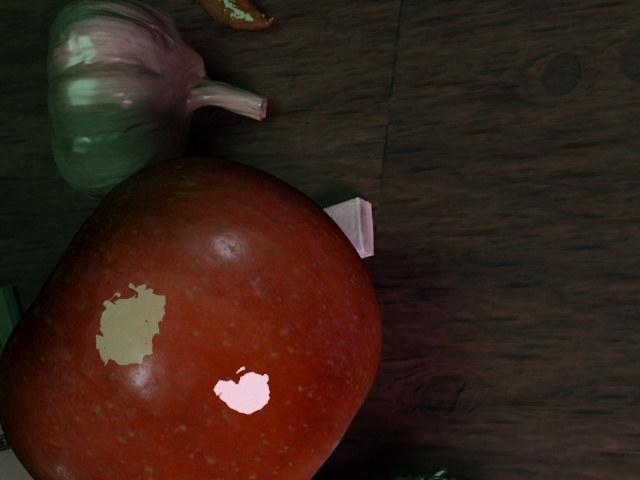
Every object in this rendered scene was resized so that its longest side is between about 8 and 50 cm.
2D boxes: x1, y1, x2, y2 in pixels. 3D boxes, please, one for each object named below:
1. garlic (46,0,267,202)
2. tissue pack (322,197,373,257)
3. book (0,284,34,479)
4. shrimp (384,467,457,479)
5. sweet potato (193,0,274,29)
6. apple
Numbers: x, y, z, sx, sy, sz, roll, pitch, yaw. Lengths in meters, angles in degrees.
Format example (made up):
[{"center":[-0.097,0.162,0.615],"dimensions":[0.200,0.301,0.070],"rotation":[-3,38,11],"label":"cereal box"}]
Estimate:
[{"center":[-0.160,-0.145,1.662],"dimensions":[0.212,0.218,0.218],"rotation":[-3,71,6],"label":"garlic"},{"center":[0.000,0.000,1.573],"dimensions":[0.108,0.023,0.056],"rotation":[-16,66,33],"label":"tissue pack"},{"center":[-0.389,0.187,1.732],"dimensions":[0.215,0.025,0.282],"rotation":[-17,58,-11],"label":"book"},{"center":[0.009,0.348,1.419],"dimensions":[0.445,0.085,0.272],"rotation":[-35,64,22],"label":"shrimp"},{"center":[-0.148,-0.308,1.761],"dimensions":[0.314,0.066,0.072],"rotation":[41,141,37],"label":"sweet potato"},{"center":[-0.111,0.098,1.443],"dimensions":[0.277,0.348,0.348],"rotation":[33,98,-3],"label":"apple"}]
